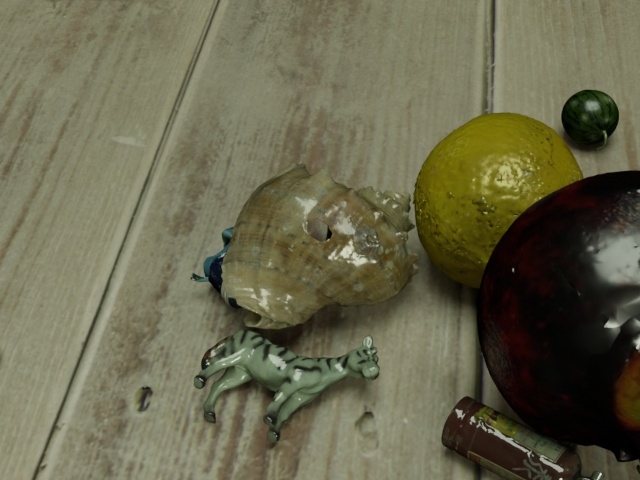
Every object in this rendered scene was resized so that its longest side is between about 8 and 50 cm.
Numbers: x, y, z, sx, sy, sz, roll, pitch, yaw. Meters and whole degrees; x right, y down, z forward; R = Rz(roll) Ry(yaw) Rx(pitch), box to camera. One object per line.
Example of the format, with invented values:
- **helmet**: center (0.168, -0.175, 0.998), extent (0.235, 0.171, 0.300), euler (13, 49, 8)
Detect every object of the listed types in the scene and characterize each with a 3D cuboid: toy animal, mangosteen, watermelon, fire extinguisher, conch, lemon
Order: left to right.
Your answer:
- **toy animal**: center (-0.050, 0.200, 1.450), extent (0.255, 0.090, 0.170), euler (8, 40, 7)
- **conch**: center (0.005, -0.007, 1.543), extent (0.263, 0.186, 0.324), euler (46, 48, 15)
- **lemon**: center (0.271, -0.062, 1.591), extent (0.258, 0.258, 0.310), euler (13, 39, 16)
- **fire extinguisher**: center (0.274, 0.302, 1.349), extent (0.252, 0.106, 0.075), euler (26, 12, 25)
- **watermelon**: center (0.476, -0.216, 1.848), extent (0.109, 0.109, 0.109), euler (-1, 43, 1)
- **mangosteen**: center (0.411, 0.105, 1.321), extent (0.421, 0.381, 0.381), euler (27, 50, 16)

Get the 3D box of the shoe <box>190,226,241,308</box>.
- **shoe**: center (-0.108, 0.010, 1.640), extent (0.106, 0.091, 0.207), euler (30, 55, 23)
